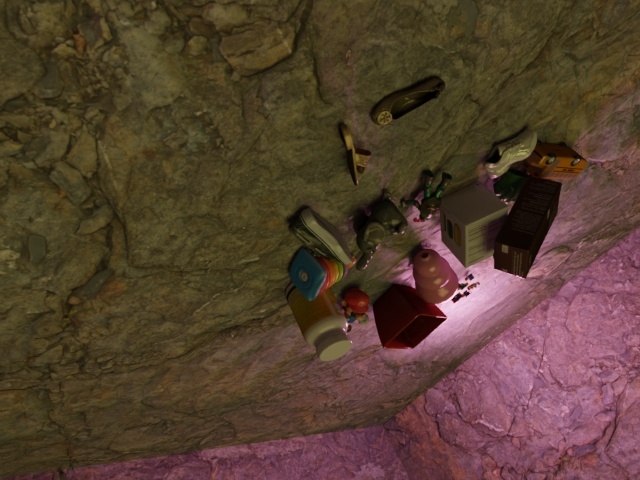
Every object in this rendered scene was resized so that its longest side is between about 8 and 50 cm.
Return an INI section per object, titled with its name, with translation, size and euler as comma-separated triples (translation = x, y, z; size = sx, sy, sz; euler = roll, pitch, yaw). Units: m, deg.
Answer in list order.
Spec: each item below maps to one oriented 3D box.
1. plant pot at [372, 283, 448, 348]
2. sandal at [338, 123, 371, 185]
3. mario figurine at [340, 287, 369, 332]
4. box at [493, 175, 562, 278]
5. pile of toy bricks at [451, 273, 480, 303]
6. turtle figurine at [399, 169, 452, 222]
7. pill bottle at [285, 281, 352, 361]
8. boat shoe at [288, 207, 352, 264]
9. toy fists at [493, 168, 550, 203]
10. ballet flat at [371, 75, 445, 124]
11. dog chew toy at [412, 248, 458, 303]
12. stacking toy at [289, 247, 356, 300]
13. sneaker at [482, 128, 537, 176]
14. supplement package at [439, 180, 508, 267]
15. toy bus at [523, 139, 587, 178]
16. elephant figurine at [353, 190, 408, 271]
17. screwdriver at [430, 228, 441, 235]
[plant pot]
translation = 0.421, 0.371, 2.269
size = 0.267, 0.235, 0.267
euler = 15, 125, -43
[sandal]
translation = 0.125, -0.273, 1.435
size = 0.079, 0.088, 0.240
euler = -21, 138, 0
[mario figurine]
translation = 0.142, 0.364, 2.125
size = 0.198, 0.170, 0.320
euler = -45, 168, -41
[box]
translation = 0.835, -0.059, 1.816
size = 0.381, 0.143, 0.191
euler = -52, 144, -22
[pile of toy bricks]
translation = 0.770, 0.264, 2.504
size = 0.212, 0.118, 0.105
euler = -31, 175, -25
[turtle figurine]
translation = 0.417, -0.155, 1.753
size = 0.175, 0.118, 0.234
euler = -6, 132, -27
[pill bottle]
translation = -0.004, 0.312, 1.836
size = 0.188, 0.334, 0.187
euler = -18, 142, -14
[boat shoe]
translation = 0.000, 0.000, 1.674
size = 0.119, 0.121, 0.335
euler = -31, 133, 16
[toy fists]
translation = 0.873, -0.234, 1.971
size = 0.279, 0.096, 0.142
euler = -1, 126, -30
[ballet flat]
translation = 0.273, -0.422, 1.379
size = 0.250, 0.058, 0.084
euler = -27, 143, -3
[dog chew toy]
translation = 0.533, 0.160, 2.134
size = 0.207, 0.206, 0.332
euler = -31, 136, 3
[stacking toy]
translation = 0.041, 0.114, 1.815
size = 0.302, 0.166, 0.175
euler = -13, 139, -44
[sneaker]
translation = 0.732, -0.349, 1.747
size = 0.232, 0.090, 0.115
euler = -45, 137, 19
[supplement package]
translation = 0.641, -0.066, 1.902
size = 0.198, 0.199, 0.262
euler = -24, 135, -6
[toy bus]
translation = 0.983, -0.337, 1.908
size = 0.333, 0.108, 0.130
euler = -4, 138, -31
[elephant figurine]
translation = 0.199, -0.031, 1.700
size = 0.239, 0.186, 0.169
euler = -32, 167, -10
[screwdriver]
translation = 0.574, -0.064, 2.032
size = 0.170, 0.024, 0.025
euler = -35, 114, 7
